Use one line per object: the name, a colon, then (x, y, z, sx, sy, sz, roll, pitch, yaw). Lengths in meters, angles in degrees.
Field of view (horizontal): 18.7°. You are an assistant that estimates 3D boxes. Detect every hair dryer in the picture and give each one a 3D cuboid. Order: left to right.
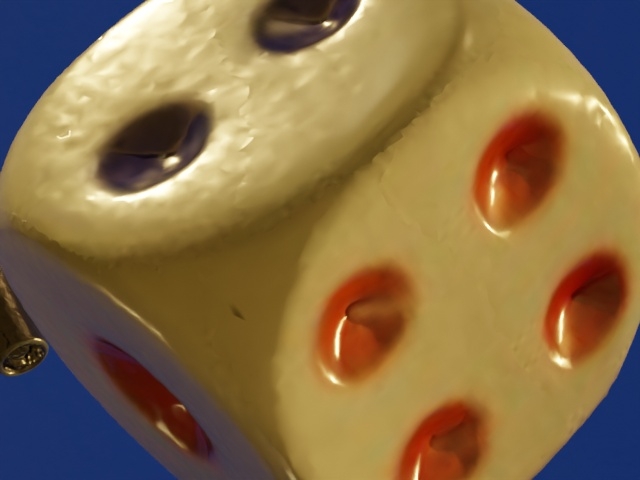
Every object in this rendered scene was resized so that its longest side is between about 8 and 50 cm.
hair dryer: (-0.296, -0.035, 1.517, 0.091, 0.272, 0.235, -27, -120, -12)

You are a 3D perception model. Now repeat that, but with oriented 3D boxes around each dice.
dice: (0.000, 0.000, 1.220, 0.304, 0.277, 0.304, -42, -144, -19)
